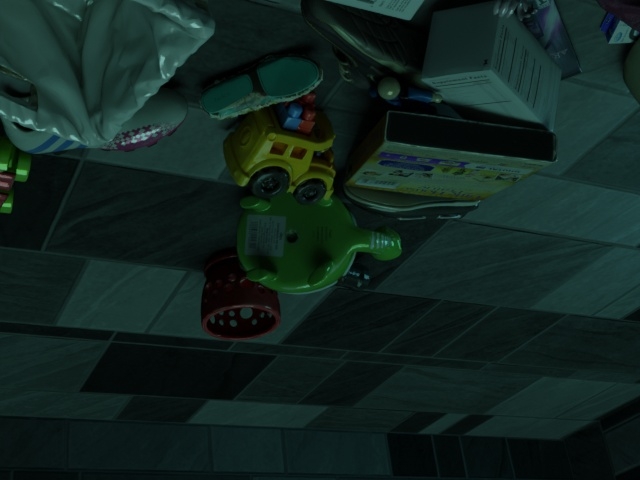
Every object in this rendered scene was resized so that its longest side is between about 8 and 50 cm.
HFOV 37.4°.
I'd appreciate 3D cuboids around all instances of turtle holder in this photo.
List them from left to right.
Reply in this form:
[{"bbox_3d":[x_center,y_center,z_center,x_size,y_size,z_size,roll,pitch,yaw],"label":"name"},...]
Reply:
[{"bbox_3d":[-0.013,-0.014,2.046,0.320,0.243,0.227,-27,168,9],"label":"turtle holder"}]

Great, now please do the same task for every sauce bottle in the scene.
[{"bbox_3d":[-0.031,0.058,2.274,0.345,0.111,0.111,15,144,-34],"label":"sauce bottle"}]

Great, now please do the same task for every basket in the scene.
[{"bbox_3d":[-0.372,-0.351,1.313,0.328,0.266,0.331,18,141,-38],"label":"basket"}]

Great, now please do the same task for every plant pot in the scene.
[{"bbox_3d":[-0.197,0.127,2.291,0.191,0.174,0.191,-6,151,-3],"label":"plant pot"}]

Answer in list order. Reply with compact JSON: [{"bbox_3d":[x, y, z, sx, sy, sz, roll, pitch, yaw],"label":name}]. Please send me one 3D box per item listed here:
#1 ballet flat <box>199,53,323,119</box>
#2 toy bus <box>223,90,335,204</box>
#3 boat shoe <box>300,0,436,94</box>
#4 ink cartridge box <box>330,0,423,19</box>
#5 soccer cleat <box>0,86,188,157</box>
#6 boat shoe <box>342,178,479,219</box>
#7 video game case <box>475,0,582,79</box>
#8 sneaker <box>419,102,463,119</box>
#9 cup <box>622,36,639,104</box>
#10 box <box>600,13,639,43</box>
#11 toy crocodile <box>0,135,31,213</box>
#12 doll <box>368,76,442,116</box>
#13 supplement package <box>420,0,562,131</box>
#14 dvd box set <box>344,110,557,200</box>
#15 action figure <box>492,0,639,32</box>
[{"bbox_3d":[-0.104,-0.280,1.711,0.241,0.091,0.077,-12,-179,16],"label":"ballet flat"},{"bbox_3d":[-0.047,-0.194,1.817,0.220,0.149,0.211,10,130,-32],"label":"toy bus"},{"bbox_3d":[0.086,-0.316,1.621,0.130,0.132,0.355,-28,144,35],"label":"boat shoe"},{"bbox_3d":[0.045,-0.457,1.368,0.289,0.121,0.211,8,147,-25],"label":"ink cartridge box"},{"bbox_3d":[-0.406,-0.226,1.678,0.331,0.116,0.143,-10,151,4],"label":"soccer cleat"},{"bbox_3d":[0.197,-0.085,2.075,0.335,0.112,0.095,0,145,-20],"label":"boat shoe"},{"bbox_3d":[0.351,-0.352,1.727,0.196,0.026,0.274,-19,148,20],"label":"video game case"},{"bbox_3d":[0.275,-0.210,1.920,0.217,0.079,0.121,15,149,-23],"label":"sneaker"},{"bbox_3d":[0.753,-0.270,1.720,0.331,0.236,0.331,-11,153,-6],"label":"cup"},{"bbox_3d":[0.578,-0.392,1.707,0.136,0.028,0.081,-6,152,-8],"label":"box"},{"bbox_3d":[-0.646,-0.103,1.849,0.115,0.105,0.340,10,147,-28],"label":"toy crocodile"},{"bbox_3d":[0.146,-0.240,1.610,0.129,0.046,0.189,8,174,27],"label":"doll"},{"bbox_3d":[0.299,-0.287,1.631,0.139,0.133,0.244,-1,159,37],"label":"supplement package"},{"bbox_3d":[0.229,-0.151,1.805,0.308,0.062,0.420,6,172,-6],"label":"dvd box set"},{"bbox_3d":[0.378,-0.441,1.409,0.370,0.248,0.275,22,110,-4],"label":"action figure"}]
